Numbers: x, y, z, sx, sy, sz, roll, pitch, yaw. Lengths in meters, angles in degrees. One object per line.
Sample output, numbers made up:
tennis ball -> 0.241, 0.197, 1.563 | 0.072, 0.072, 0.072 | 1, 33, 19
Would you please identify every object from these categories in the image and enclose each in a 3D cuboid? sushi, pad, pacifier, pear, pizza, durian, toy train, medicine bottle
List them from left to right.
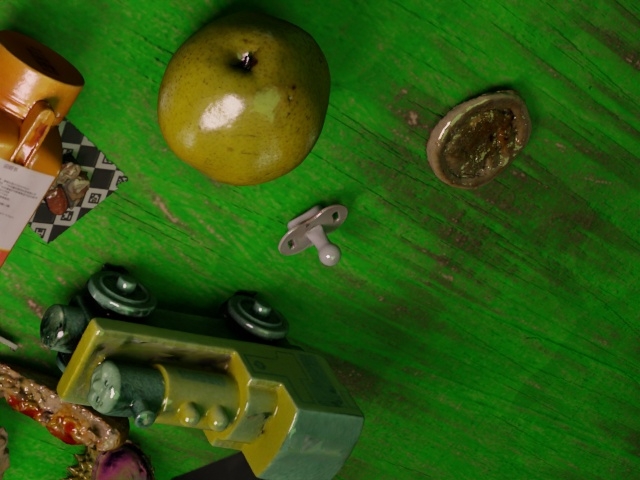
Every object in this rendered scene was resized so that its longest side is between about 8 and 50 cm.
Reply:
medicine bottle -> -0.339, -0.095, 1.583 | 0.112, 0.149, 0.222 | 21, 110, -39
pizza -> -0.321, 0.195, 1.834 | 0.199, 0.188, 0.062 | 27, 88, -9
sushi -> -0.288, -0.059, 1.725 | 0.120, 0.026, 0.126 | -40, 134, 1
durian -> -0.270, 0.301, 1.978 | 0.186, 0.119, 0.108 | 19, 74, -51
toy train -> -0.149, 0.161, 1.828 | 0.369, 0.237, 0.150 | 12, 118, -36
pad -> -0.112, 0.334, 2.140 | 0.193, 0.004, 0.116 | -18, 130, -17
pear -> -0.082, -0.155, 1.676 | 0.198, 0.198, 0.198 | -16, 130, -20
pacifier -> 0.000, 0.000, 1.908 | 0.099, 0.078, 0.081 | -33, 155, -6

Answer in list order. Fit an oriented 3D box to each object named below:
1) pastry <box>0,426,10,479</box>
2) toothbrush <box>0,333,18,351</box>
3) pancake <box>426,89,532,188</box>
pastry -> -0.489, 0.247, 1.776 | 0.257, 0.121, 0.236 | 2, 118, -29
toothbrush -> -0.443, 0.062, 1.725 | 0.028, 0.026, 0.294 | -54, 133, -6
pancake -> 0.204, -0.129, 1.965 | 0.151, 0.025, 0.152 | -15, 130, -19
